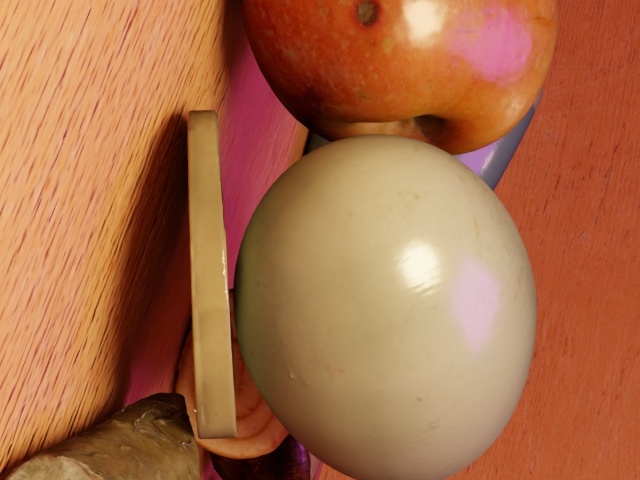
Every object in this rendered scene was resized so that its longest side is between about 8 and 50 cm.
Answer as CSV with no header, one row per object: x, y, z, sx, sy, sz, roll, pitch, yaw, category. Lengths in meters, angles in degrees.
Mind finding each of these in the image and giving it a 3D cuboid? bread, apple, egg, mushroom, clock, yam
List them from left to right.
-0.130,0.166,0.802,0.259,0.106,0.106,-5,110,-80,yam
-0.077,0.024,0.865,0.235,0.029,0.234,178,-90,-85,clock
-0.065,0.120,1.095,0.073,0.122,0.149,-43,148,-82,bread
-0.055,0.183,1.316,0.194,0.138,0.231,36,57,-68,mushroom
0.053,0.068,0.947,0.371,0.230,0.230,77,28,-55,egg
0.060,-0.173,0.926,0.253,0.254,0.253,15,90,-83,apple

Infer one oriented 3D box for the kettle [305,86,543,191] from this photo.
0.108,-0.070,1.496,0.319,0.247,0.342,36,77,-59,kettle
